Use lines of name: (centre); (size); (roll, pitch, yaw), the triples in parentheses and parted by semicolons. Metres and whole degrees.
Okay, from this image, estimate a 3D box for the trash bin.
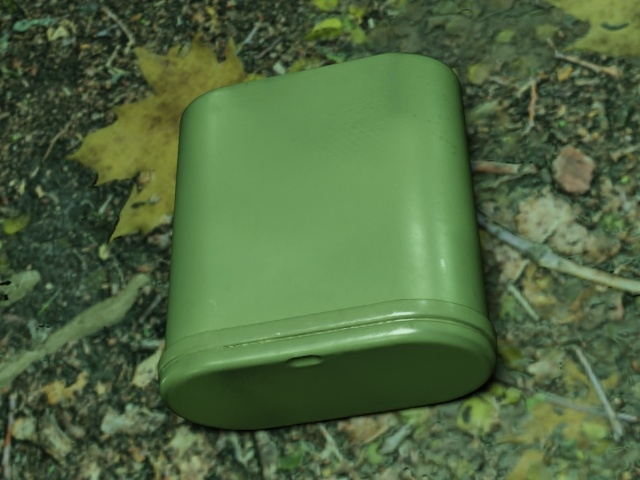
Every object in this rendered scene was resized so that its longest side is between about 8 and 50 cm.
trash bin: (0.000, 0.000, 1.102); (0.243, 0.121, 0.247); (-11, 57, 14)
